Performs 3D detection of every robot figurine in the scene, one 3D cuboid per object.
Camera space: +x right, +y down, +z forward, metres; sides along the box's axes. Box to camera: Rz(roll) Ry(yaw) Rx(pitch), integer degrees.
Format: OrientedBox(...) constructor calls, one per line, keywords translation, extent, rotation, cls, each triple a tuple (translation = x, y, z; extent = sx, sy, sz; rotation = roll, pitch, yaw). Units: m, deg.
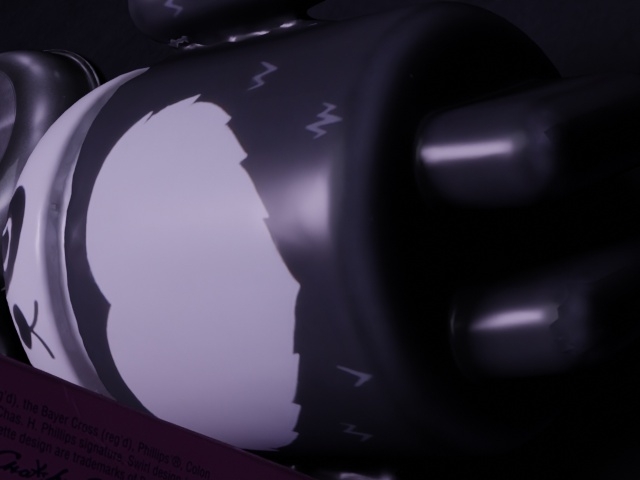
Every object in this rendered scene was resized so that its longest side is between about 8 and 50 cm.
OrientedBox(translation=(-0.001, 0.002, 0.586), extent=(0.278, 0.173, 0.209), rotation=(-5, 62, 40), cls="robot figurine")

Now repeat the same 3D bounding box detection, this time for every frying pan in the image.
OrientedBox(translation=(-0.218, 0.018, 0.872), extent=(0.197, 0.053, 0.326), rotation=(-16, 52, 36), cls="frying pan")

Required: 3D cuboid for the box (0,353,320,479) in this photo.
OrientedBox(translation=(-0.119, 0.144, 0.546), extent=(0.243, 0.213, 0.117), rotation=(-23, 50, 45), cls="box")
